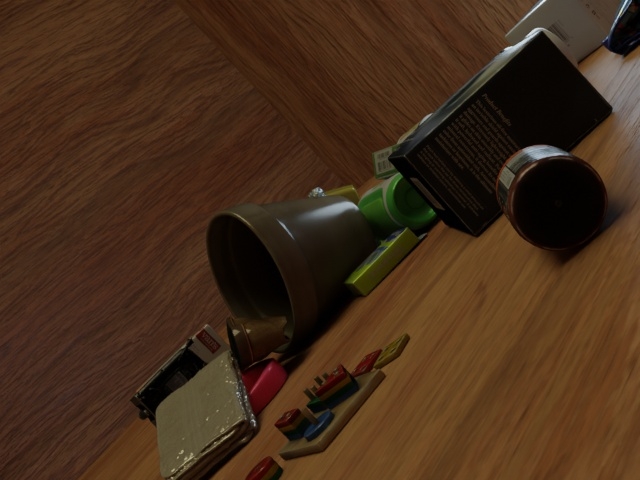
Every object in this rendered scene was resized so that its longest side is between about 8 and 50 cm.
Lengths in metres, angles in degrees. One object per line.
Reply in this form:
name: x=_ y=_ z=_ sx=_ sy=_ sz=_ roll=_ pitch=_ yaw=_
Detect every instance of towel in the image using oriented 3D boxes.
towel: x=-0.205 y=0.316 z=1.581 sx=0.187 sy=0.049 sz=0.282 roll=-39 pitch=23 yaw=3

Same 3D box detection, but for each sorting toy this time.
sorting toy: x=0.008 y=0.208 z=1.157 sx=0.274 sy=0.046 sz=0.132 roll=-45 pitch=4 yaw=-29

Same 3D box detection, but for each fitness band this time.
fitness band: x=-0.165 y=0.313 z=1.726 sx=0.209 sy=0.054 sz=0.291 roll=-45 pitch=5 yaw=-22

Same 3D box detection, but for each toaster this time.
toaster: x=-0.292 y=0.335 z=1.911 sx=0.186 sy=0.168 sz=0.110 roll=-46 pitch=4 yaw=-30

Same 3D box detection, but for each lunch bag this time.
lunch bag: x=0.647 y=-0.489 z=1.729 sx=0.293 sy=0.138 sz=0.221 roll=-52 pitch=1 yaw=33

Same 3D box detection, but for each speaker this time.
speaker: x=0.165 y=-0.072 z=1.935 sx=0.131 sy=0.131 sz=0.296 roll=-44 pitch=4 yaw=-12

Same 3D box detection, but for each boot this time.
boot: x=-0.128 y=0.199 z=1.807 sx=0.115 sy=0.112 sz=0.305 roll=-17 pitch=0 yaw=-12

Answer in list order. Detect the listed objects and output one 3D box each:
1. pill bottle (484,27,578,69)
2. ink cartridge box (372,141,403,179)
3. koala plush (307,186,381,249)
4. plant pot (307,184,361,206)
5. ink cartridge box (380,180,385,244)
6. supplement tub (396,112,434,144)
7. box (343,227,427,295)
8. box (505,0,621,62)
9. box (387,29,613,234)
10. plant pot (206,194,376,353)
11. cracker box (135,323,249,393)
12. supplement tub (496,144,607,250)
pill bottle: x=0.399 y=-0.307 z=1.890 sx=0.278 sy=0.162 sz=0.162 roll=-43 pitch=4 yaw=-4
ink cartridge box: x=0.228 y=-0.173 z=1.962 sx=0.209 sy=0.062 sz=0.109 roll=-3 pitch=-6 yaw=-36
koala plush: x=0.000 y=0.000 z=2.165 sx=0.196 sy=0.221 sz=0.203 roll=-44 pitch=4 yaw=-7
plant pot: x=0.044 y=-0.044 z=2.439 sx=0.187 sy=0.212 sz=0.212 roll=-31 pitch=5 yaw=4
ink cartridge box: x=0.212 y=-0.103 z=2.198 sx=0.189 sy=0.097 sz=0.255 roll=158 pitch=124 yaw=-79
supplement tub: x=0.295 y=-0.253 z=2.469 sx=0.144 sy=0.144 sz=0.199 roll=-45 pitch=4 yaw=-28
box: x=0.129 y=0.037 z=1.797 sx=0.178 sy=0.042 sz=0.109 roll=-45 pitch=4 yaw=-9
box: x=0.648 y=-0.577 z=2.216 sx=0.345 sy=0.168 sz=0.215 roll=-47 pitch=5 yaw=-37
box: x=0.286 y=-0.179 z=1.520 sx=0.294 sy=0.183 sz=0.296 roll=-42 pitch=4 yaw=2
plant pot: x=-0.045 y=0.036 z=1.923 sx=0.280 sy=0.323 sz=0.323 roll=-27 pitch=-5 yaw=-31
cracker box: x=-0.298 y=0.331 z=2.106 sx=0.232 sy=0.156 sz=0.067 roll=-45 pitch=4 yaw=-12
supplement tub: x=0.258 y=-0.055 z=1.025 sx=0.106 sy=0.106 sz=0.198 roll=-42 pitch=3 yaw=11
